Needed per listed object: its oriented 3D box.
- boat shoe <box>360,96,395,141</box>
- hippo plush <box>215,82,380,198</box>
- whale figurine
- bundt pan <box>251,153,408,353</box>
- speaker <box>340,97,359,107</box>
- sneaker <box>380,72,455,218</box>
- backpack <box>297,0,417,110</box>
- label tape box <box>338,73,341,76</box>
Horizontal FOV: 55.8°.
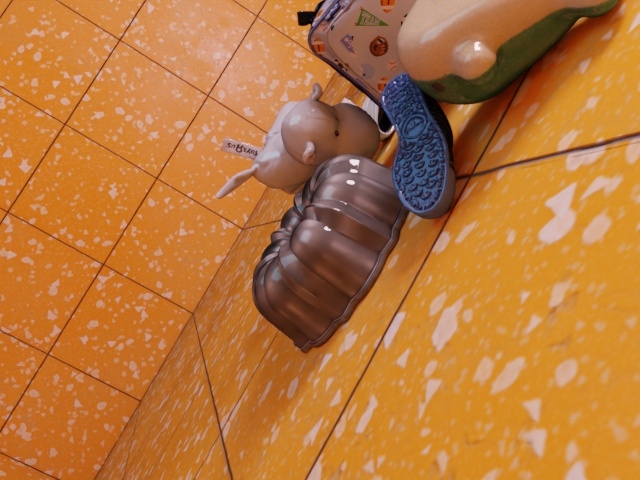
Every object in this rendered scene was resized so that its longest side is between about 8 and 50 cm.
[{"bbox_3d":[0.147,-0.323,1.203,0.088,0.096,0.267,4,69,67],"label":"boat shoe"},{"bbox_3d":[-0.017,-0.201,1.120,0.236,0.294,0.234,134,142,-62],"label":"hippo plush"},{"bbox_3d":[0.222,-0.246,0.697,0.272,0.141,0.216,-5,50,46],"label":"whale figurine"},{"bbox_3d":[0.000,0.000,0.947,0.330,0.124,0.331,-54,12,17],"label":"bundt pan"},{"bbox_3d":[0.058,-0.352,1.784,0.136,0.055,0.055,-57,11,12],"label":"speaker"},{"bbox_3d":[0.140,-0.114,0.775,0.081,0.090,0.232,-28,49,30],"label":"sneaker"},{"bbox_3d":[0.137,-0.353,0.971,0.263,0.276,0.213,-48,19,17],"label":"backpack"},{"bbox_3d":[0.147,-0.681,1.838,0.348,0.115,0.249,156,109,-68],"label":"label tape box"}]
